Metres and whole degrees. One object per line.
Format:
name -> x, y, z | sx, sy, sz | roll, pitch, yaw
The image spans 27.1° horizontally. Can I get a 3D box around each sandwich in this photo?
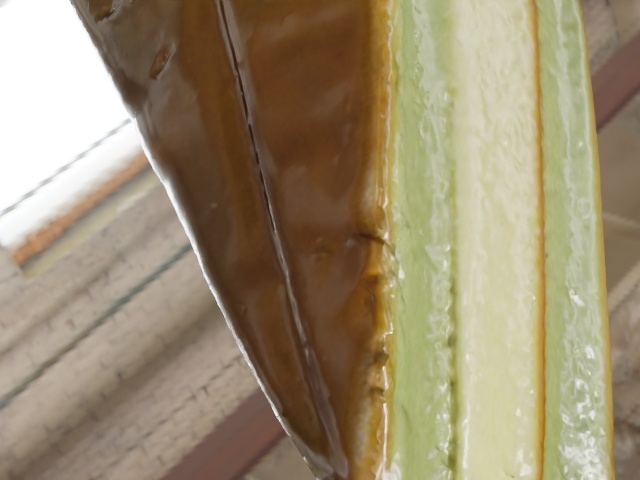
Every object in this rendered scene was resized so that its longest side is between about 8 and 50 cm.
sandwich -> 0.000, 0.000, 0.407 | 0.144, 0.117, 0.187 | -12, -108, 43
